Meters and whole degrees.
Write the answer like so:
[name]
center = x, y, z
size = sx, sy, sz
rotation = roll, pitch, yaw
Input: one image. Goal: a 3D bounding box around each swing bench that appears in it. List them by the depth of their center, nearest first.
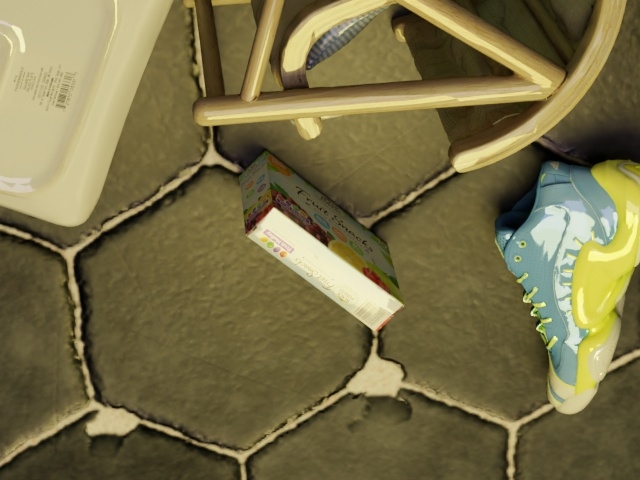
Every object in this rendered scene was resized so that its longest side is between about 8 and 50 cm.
[swing bench]
center = 0.046, -0.175, 1.082
size = 0.255, 0.253, 0.165
rotation = 11, 116, -12

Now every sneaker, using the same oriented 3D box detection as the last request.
[sneaker]
center = 0.200, 0.031, 1.319
size = 0.126, 0.091, 0.240
rotation = 16, 116, 5

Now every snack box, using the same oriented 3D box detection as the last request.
[snack box]
center = 0.000, 0.000, 1.254
size = 0.141, 0.100, 0.037
rotation = 38, 108, -24

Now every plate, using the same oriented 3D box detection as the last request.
[plate]
center = -0.266, -0.142, 1.157
size = 0.278, 0.045, 0.277
rotation = 16, 121, -17
